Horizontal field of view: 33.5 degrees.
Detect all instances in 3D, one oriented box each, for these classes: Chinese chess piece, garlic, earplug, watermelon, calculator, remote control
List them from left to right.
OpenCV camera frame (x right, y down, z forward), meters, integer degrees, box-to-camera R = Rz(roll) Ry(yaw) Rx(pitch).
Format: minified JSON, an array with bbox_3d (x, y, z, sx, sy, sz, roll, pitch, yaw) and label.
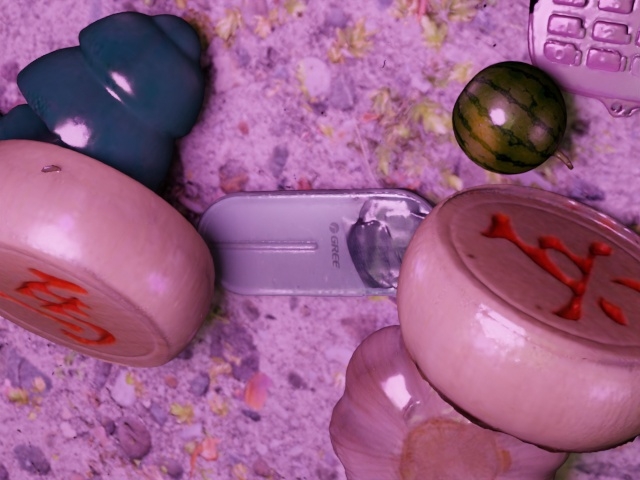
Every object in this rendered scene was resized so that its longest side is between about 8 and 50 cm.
[{"bbox_3d":[-0.230,0.018,0.989,0.273,0.273,0.102,19,63,10],"label":"Chinese chess piece"},{"bbox_3d":[-0.238,-0.133,1.025,0.280,0.164,0.257,-37,56,10],"label":"earplug"},{"bbox_3d":[0.000,0.000,1.017,0.247,0.052,0.104,1,104,16],"label":"remote control"},{"bbox_3d":[0.117,0.168,0.968,0.227,0.152,0.228,5,109,16],"label":"garlic"},{"bbox_3d":[0.167,-0.103,0.920,0.109,0.109,0.109,4,104,16],"label":"watermelon"},{"bbox_3d":[0.184,0.057,0.870,0.249,0.250,0.103,26,124,9],"label":"Chinese chess piece"},{"bbox_3d":[0.277,-0.247,0.884,0.194,0.043,0.294,12,110,13],"label":"calculator"}]
